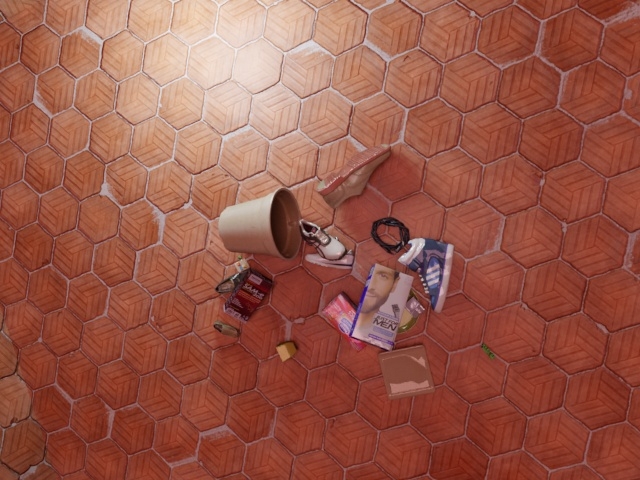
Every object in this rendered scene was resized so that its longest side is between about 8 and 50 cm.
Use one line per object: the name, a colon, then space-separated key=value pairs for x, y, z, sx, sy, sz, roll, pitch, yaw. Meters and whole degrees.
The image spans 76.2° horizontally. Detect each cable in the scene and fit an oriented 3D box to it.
cable: x=0.324 y=-0.034 z=1.905 sx=0.184 sy=0.047 sz=0.150 roll=43 pitch=98 yaw=8

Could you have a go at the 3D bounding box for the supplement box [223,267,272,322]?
supplement box: x=-0.355 y=0.270 z=1.995 sx=0.130 sy=0.073 sz=0.240 roll=32 pitch=97 yaw=-22

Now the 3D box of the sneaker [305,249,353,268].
sneaker: x=0.042 y=0.078 z=1.933 sx=0.234 sy=0.090 sz=0.095 roll=6 pitch=91 yaw=15

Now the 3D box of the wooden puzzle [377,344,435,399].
wooden puzzle: x=0.401 y=0.615 z=1.907 sx=0.220 sy=0.044 sz=0.239 roll=-14 pitch=93 yaw=10

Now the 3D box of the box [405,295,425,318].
box: x=0.429 y=0.306 z=1.867 sx=0.067 sy=0.018 sz=0.083 roll=-41 pitch=84 yaw=8

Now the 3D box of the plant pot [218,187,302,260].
plant pot: x=-0.290 y=-0.064 z=1.901 sx=0.305 sy=0.333 sz=0.334 roll=-4 pitch=90 yaw=21

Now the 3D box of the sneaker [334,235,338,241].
sneaker: x=0.070 y=0.021 z=1.959 sx=0.035 sy=0.031 sz=0.084 roll=-2 pitch=90 yaw=11

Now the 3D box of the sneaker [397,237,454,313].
sneaker: x=0.464 y=0.149 z=1.853 sx=0.236 sy=0.130 sz=0.323 roll=11 pitch=97 yaw=20

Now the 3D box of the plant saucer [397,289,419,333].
plant saucer: x=0.343 y=0.315 z=1.911 sx=0.240 sy=0.037 sz=0.241 roll=0 pitch=90 yaw=10

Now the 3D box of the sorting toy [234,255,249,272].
sorting toy: x=-0.400 y=0.114 z=2.041 sx=0.062 sy=0.012 sz=0.083 roll=-29 pitch=68 yaw=-19

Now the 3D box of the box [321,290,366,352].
box: x=0.139 y=0.376 z=1.905 sx=0.128 sy=0.122 sz=0.257 roll=-43 pitch=84 yaw=8

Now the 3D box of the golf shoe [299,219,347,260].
golf shoe: x=0.000 y=0.000 z=1.878 sx=0.272 sy=0.120 sz=0.105 roll=31 pitch=73 yaw=30

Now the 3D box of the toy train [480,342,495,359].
toy train: x=0.757 y=0.503 z=1.849 sx=0.023 sy=0.017 sz=0.083 roll=-42 pitch=84 yaw=19

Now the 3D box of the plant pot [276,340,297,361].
plant pot: x=-0.159 y=0.531 z=1.987 sx=0.083 sy=0.081 sz=0.081 roll=-26 pitch=86 yaw=-1

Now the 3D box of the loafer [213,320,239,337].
loafer: x=-0.480 y=0.452 z=2.057 sx=0.147 sy=0.050 sz=0.056 roll=19 pitch=94 yaw=10

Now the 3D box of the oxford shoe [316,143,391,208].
oxford shoe: x=0.174 y=-0.303 z=1.908 sx=0.396 sy=0.140 sz=0.147 roll=-34 pitch=116 yaw=4

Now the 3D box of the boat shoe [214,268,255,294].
boat shoe: x=-0.423 y=0.209 z=2.030 sx=0.223 sy=0.073 sz=0.080 roll=-26 pitch=84 yaw=9

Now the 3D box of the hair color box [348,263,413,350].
hair color box: x=0.268 y=0.294 z=1.802 sx=0.185 sy=0.110 sz=0.339 roll=20 pitch=75 yaw=1
